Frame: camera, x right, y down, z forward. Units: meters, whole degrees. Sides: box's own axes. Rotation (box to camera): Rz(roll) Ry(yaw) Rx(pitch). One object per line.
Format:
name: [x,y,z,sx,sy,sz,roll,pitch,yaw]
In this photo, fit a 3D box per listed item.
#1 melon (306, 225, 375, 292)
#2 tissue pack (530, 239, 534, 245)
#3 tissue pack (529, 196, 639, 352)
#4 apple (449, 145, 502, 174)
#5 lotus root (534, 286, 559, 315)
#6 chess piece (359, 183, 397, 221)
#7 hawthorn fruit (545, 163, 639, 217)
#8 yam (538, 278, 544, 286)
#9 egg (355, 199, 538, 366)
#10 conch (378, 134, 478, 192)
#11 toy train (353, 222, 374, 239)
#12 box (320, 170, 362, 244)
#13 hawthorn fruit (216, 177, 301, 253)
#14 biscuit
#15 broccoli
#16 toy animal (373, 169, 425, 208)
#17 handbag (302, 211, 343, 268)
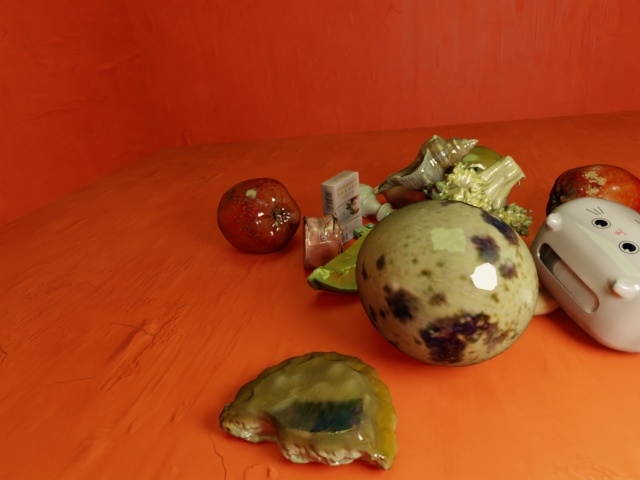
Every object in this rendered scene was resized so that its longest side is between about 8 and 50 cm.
melon: [0.100,0.077,1.256,0.323,0.124,0.196,-30,27,-27]
tissue pack: [0.649,0.043,1.228,0.085,0.079,0.111,29,29,-5]
tissue pack: [0.616,0.065,0.937,0.235,0.230,0.333,0,39,-17]
apple: [0.572,-0.238,1.645,0.260,0.261,0.194,-3,18,9]
lotus root: [0.530,0.147,1.049,0.150,0.062,0.073,-12,3,-13]
chess piece: [0.229,-0.109,1.640,0.139,0.139,0.271,-27,43,-35]
hawthorn fruit: [0.846,-0.100,1.292,0.300,0.254,0.254,7,26,3]
yam: [0.607,0.133,1.095,0.032,0.032,0.145,-12,25,-9]
egg: [0.251,0.083,0.941,0.344,0.345,0.428,-15,10,-16]
conch: [0.377,-0.240,1.532,0.386,0.170,0.203,-43,-1,31]
toy train: [0.175,-0.022,1.527,0.081,0.050,0.122,-22,29,-19]
box: [0.076,-0.110,1.524,0.067,0.233,0.149,16,35,37]
hawthorn fruit: [-0.231,-0.082,1.533,0.299,0.276,0.275,-8,23,23]
biscuit: [-0.025,0.320,0.829,0.334,0.078,0.329,-10,21,-11]
broccoli: [0.473,-0.142,1.324,0.281,0.347,0.294,-40,43,23]
toy animal: [0.339,-0.200,1.742,0.166,0.154,0.250,25,1,-23]
handbag: [0.002,0.000,1.385,0.116,0.179,0.205,-1,15,-5]
